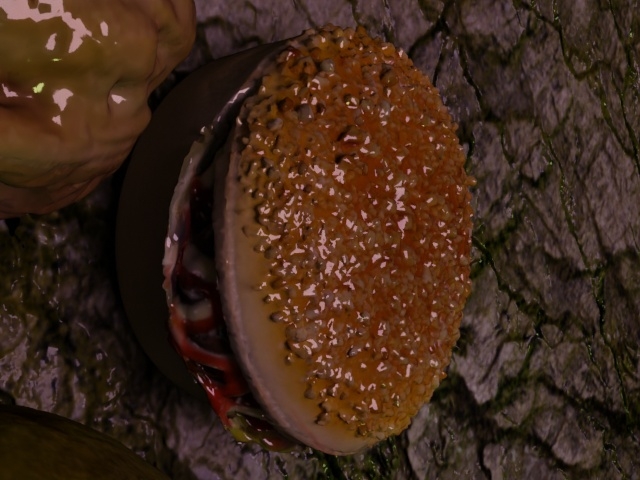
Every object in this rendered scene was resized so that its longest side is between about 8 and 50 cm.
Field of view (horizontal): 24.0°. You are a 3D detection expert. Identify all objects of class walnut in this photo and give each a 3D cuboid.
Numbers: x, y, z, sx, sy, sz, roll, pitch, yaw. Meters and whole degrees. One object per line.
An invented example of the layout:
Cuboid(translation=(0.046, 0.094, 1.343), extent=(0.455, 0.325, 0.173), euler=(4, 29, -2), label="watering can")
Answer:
Cuboid(translation=(-0.197, -0.119, 0.754), extent=(0.257, 0.257, 0.224), euler=(7, 125, -51), label="walnut")

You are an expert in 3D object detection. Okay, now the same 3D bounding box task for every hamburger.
Cuboid(translation=(0.000, 0.000, 1.039), extent=(0.302, 0.170, 0.302), euler=(-8, 101, -51), label="hamburger")

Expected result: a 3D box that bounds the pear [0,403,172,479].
Cuboid(translation=(-0.154, 0.256, 0.741), extent=(0.413, 0.352, 0.352), euler=(72, 39, -61), label="pear")
